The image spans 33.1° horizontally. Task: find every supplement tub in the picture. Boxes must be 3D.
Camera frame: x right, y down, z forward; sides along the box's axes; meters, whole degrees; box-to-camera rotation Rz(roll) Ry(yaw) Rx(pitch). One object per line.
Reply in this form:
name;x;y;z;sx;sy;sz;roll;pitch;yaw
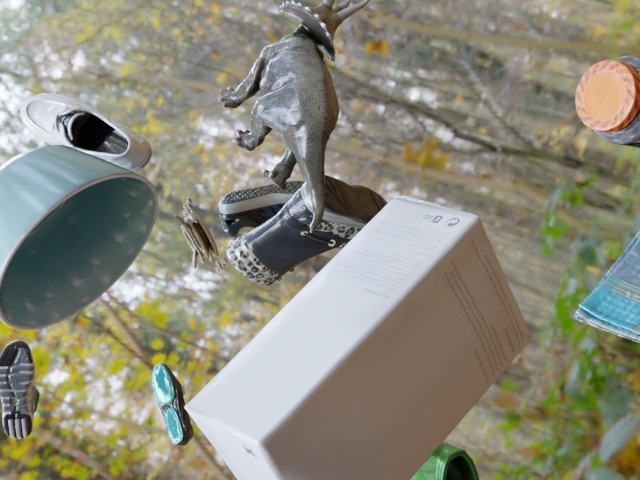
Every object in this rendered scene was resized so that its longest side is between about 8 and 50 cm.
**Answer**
supplement tub;0.431;-0.179;1.423;0.190;0.117;0.117;4;-73;-41

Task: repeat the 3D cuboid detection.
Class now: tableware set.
tableware set;-0.211;0.000;1.816;0.039;0.128;0.194;-31;0;-11

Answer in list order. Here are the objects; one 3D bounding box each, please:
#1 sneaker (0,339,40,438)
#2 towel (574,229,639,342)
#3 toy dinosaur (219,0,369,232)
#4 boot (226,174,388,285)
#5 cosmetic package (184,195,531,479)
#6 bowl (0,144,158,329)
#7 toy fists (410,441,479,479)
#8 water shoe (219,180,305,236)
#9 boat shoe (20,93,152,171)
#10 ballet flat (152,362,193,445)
sneaker;-0.673;0.316;2.414;0.132;0.086;0.228;-104;18;-75
towel;0.689;0.104;1.976;0.271;0.370;0.040;-46;-49;-20
toy dinosaur;-0.032;-0.162;1.238;0.160;0.121;0.313;-46;34;46
boot;-0.001;-0.002;1.511;0.178;0.085;0.236;-34;-31;25
cosmetic package;0.056;0.154;1.275;0.385;0.156;0.217;-42;-56;-23
bowl;-0.425;-0.027;1.691;0.311;0.163;0.311;-41;-22;-21
toy fists;0.151;0.325;1.761;0.096;0.142;0.279;-37;-67;-23
water shoe;-0.085;-0.057;1.969;0.073;0.203;0.080;-122;27;-62
boat shoe;-0.405;-0.194;1.816;0.084;0.258;0.095;38;-108;-72
ballet flat;-0.347;0.390;2.562;0.074;0.074;0.203;43;-153;-72
